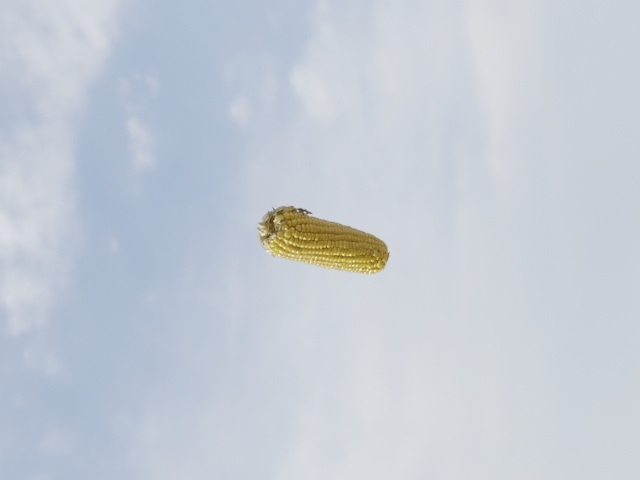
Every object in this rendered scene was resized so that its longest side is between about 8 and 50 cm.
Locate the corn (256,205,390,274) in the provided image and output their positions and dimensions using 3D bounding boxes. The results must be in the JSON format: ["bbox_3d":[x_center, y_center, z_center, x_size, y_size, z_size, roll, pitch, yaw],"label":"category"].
[{"bbox_3d":[0.000,0.000,0.767,0.083,0.027,0.028,14,-110,-34],"label":"corn"}]
